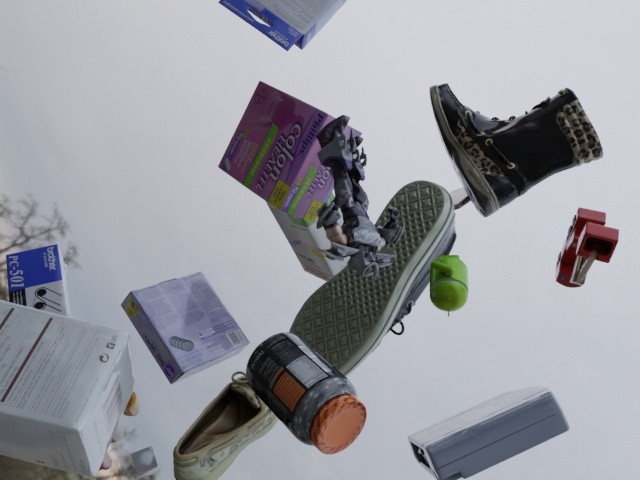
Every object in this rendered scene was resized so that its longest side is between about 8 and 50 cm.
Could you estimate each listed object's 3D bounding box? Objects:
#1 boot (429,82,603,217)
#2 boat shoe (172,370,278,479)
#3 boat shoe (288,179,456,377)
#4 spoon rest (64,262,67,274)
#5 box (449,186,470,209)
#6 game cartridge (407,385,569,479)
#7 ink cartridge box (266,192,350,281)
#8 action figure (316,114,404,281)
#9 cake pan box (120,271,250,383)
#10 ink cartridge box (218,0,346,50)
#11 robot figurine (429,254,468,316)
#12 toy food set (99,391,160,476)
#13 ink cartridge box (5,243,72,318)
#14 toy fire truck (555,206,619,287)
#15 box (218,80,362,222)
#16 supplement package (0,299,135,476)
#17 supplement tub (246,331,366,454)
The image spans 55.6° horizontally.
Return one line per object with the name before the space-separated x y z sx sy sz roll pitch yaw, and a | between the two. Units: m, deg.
boot | 0.420 -0.254 1.362 0.138 0.284 0.377 53 18 -50
boat shoe | -0.147 0.308 1.076 0.104 0.285 0.089 21 -46 23
boat shoe | 0.113 0.109 1.241 0.187 0.500 0.156 35 -3 36
spoon rest | -0.667 0.162 1.369 0.084 0.276 0.137 48 -19 -30
box | 0.408 -0.123 1.833 0.021 0.164 0.201 58 -25 -7
game cartridge | 0.229 0.266 0.852 0.294 0.196 0.060 82 -12 -75
ink cartridge box | 0.000 0.000 1.743 0.207 0.119 0.353 20 -37 56
action figure | 0.057 -0.062 1.033 0.099 0.185 0.285 -26 -118 29
cake pan box | -0.335 0.212 1.549 0.070 0.267 0.246 -44 -104 30
ink cartridge box | -0.045 -0.532 1.266 0.186 0.311 0.065 37 -19 5
robot figurine | 0.224 0.075 1.060 0.067 0.115 0.101 -2 -48 14
toy food set | -0.367 0.413 1.148 0.104 0.111 0.232 103 -35 -62
ink cartridge box | -0.526 0.105 1.135 0.046 0.097 0.207 97 -26 -50
toy fire truck | 0.414 0.023 0.957 0.047 0.135 0.192 14 -44 13
box | -0.071 -0.190 1.288 0.243 0.117 0.213 36 -78 40
supplement package | -0.278 0.131 0.560 0.179 0.105 0.105 14 -42 0
supplement tub | -0.023 0.233 0.935 0.190 0.117 0.117 34 -42 46
